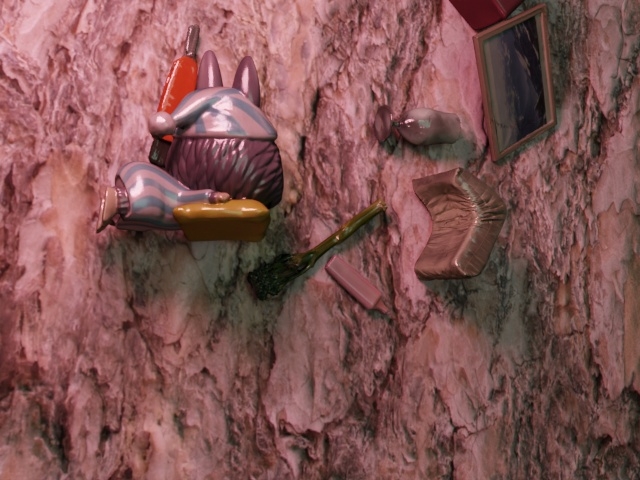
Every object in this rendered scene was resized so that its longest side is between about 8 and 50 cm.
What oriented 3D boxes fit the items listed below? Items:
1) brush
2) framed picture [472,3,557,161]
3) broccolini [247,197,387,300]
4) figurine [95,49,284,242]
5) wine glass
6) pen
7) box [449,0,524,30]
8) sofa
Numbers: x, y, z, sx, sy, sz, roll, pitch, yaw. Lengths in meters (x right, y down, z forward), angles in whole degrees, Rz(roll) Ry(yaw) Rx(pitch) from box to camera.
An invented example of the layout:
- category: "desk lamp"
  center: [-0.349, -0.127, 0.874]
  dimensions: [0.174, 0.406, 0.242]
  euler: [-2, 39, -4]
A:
- category: "brush"
  center: [-0.303, -0.311, 1.584]
  dimensions: [0.070, 0.051, 0.324]
  euler: [14, 80, -23]
- category: "framed picture"
  center: [0.505, -0.401, 1.905]
  dimensions: [0.247, 0.022, 0.335]
  euler: [-30, 122, -23]
- category: "broccolini"
  center: [0.004, 0.004, 1.684]
  dimensions: [0.392, 0.074, 0.079]
  euler: [-37, 108, -21]
- category: "figurine"
  center: [-0.257, -0.194, 1.504]
  dimensions: [0.361, 0.266, 0.378]
  euler: [3, 77, -22]
- category: "wine glass"
  center: [0.238, -0.277, 1.805]
  dimensions: [0.202, 0.093, 0.093]
  euler: [2, 85, -24]
- category: "pen"
  center: [0.093, 0.111, 1.743]
  dimensions: [0.197, 0.032, 0.053]
  euler: [43, 70, -13]
- category: "box"
  center: [0.399, -0.680, 1.863]
  dimensions: [0.294, 0.193, 0.167]
  euler: [46, 78, -15]
- category: "sofa"
  center: [0.294, -0.030, 1.749]
  dimensions: [0.176, 0.210, 0.226]
  euler: [33, 74, -20]
